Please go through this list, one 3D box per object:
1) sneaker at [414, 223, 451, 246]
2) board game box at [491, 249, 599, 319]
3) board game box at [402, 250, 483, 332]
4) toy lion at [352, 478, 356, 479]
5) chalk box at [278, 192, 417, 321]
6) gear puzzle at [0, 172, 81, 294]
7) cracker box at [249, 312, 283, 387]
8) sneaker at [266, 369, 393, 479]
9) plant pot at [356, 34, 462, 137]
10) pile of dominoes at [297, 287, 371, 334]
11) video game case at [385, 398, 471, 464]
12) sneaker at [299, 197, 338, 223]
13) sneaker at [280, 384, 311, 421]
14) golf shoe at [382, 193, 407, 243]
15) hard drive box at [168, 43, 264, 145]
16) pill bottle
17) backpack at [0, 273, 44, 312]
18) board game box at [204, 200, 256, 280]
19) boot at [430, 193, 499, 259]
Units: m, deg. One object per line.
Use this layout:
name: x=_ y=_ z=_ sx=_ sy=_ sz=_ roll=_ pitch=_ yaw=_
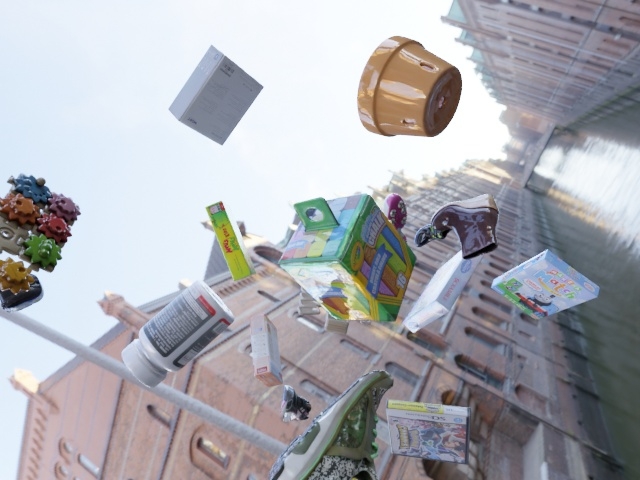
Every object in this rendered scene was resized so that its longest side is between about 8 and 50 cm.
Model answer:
sneaker: x=0.473 y=-0.032 z=1.839 sx=0.188 sy=0.067 sz=0.078 roll=-31 pitch=24 yaw=10
board game box: x=0.584 y=0.124 z=1.174 sx=0.039 sy=0.160 sz=0.211 roll=-53 pitch=-2 yaw=-32
board game box: x=0.475 y=0.184 z=1.723 sx=0.319 sy=0.065 sz=0.318 roll=-49 pitch=-7 yaw=-28
toy lion: x=0.091 y=0.532 z=1.039 sx=0.100 sy=0.034 sz=0.096 roll=-48 pitch=18 yaw=-30
chalk box: x=0.048 y=0.025 z=0.958 sx=0.289 sy=0.180 sz=0.179 roll=46 pitch=-126 yaw=-32
gear puzzle: x=-0.656 y=-0.024 z=1.004 sx=0.044 sy=0.339 sz=0.175 roll=-33 pitch=-51 yaw=21
cracker box: x=-0.205 y=0.413 z=1.667 sx=0.156 sy=0.067 sz=0.233 roll=69 pitch=-173 yaw=-55
sneaker: x=0.066 y=0.444 z=0.968 sx=0.410 sy=0.182 sz=0.158 roll=-28 pitch=-20 yaw=-47
plant pot: x=0.276 y=-0.427 z=1.304 sx=0.290 sy=0.203 sz=0.291 roll=-32 pitch=-42 yaw=-34
pile of dominoes: x=0.037 y=0.161 z=1.239 sx=0.251 sy=0.195 sz=0.040 roll=-85 pitch=7 yaw=-63
video game case: x=0.341 y=0.608 z=1.402 sx=0.035 sy=0.247 sz=0.275 roll=-69 pitch=-26 yaw=-51
sneaker: x=0.000 y=0.000 z=1.464 sx=0.169 sy=0.108 sz=0.293 roll=-28 pitch=-35 yaw=-18
sneaker: x=-0.063 y=0.441 z=1.199 sx=0.178 sy=0.077 sz=0.072 roll=87 pitch=-174 yaw=-57
golf shoe: x=0.237 y=-0.051 z=1.611 sx=0.115 sy=0.140 sz=0.307 roll=-37 pitch=-40 yaw=-27
hard drive box: x=-0.314 y=-0.433 z=1.348 sx=0.232 sy=0.089 sz=0.181 roll=-51 pitch=-35 yaw=10
pill bottle: x=-0.397 y=0.260 z=1.245 sx=0.283 sy=0.161 sz=0.161 roll=-42 pitch=-22 yaw=-10
backpack: x=-0.931 y=0.161 z=1.386 sx=0.114 sy=0.105 sz=0.084 roll=-22 pitch=-14 yaw=-28
board game box: x=-0.209 y=0.003 z=1.045 sx=0.043 sy=0.182 sz=0.092 roll=-22 pitch=-3 yaw=-1
boot: x=0.454 y=-0.031 z=1.430 sx=0.248 sy=0.090 sz=0.207 roll=-27 pitch=39 yaw=44
